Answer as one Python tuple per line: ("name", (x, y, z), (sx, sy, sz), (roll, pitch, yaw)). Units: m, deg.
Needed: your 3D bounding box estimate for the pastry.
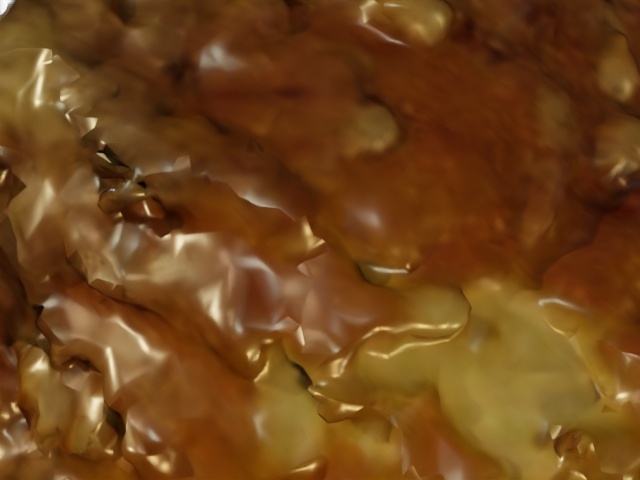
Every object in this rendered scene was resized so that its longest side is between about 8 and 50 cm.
("pastry", (-0.014, 0.004, 0.558), (0.337, 0.405, 0.292), (14, 141, -13))
